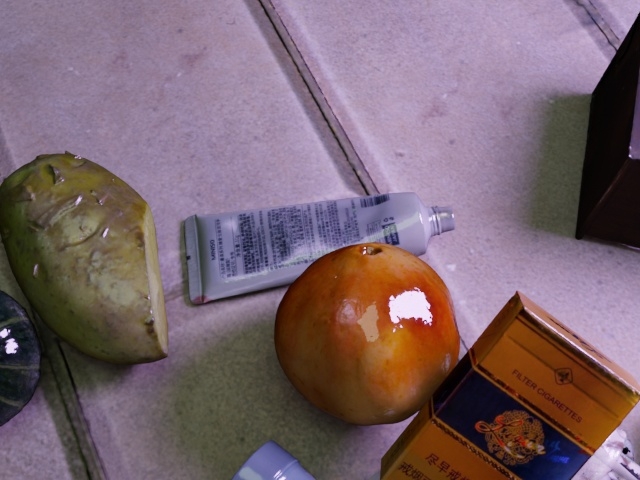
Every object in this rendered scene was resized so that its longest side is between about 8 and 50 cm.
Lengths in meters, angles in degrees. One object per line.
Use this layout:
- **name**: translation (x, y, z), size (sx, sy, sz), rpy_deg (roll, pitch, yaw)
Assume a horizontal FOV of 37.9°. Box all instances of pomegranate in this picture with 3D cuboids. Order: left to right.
- **pomegranate**: translation (0.050, 0.102, 1.027), size (0.209, 0.209, 0.209), rpy_deg (1, 62, -2)

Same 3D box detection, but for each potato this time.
- **potato**: translation (-0.265, 0.022, 1.094), size (0.176, 0.141, 0.298), rpy_deg (-35, 75, -5)

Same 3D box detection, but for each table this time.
- **table**: translation (0.500, -0.116, 1.177), size (0.281, 0.196, 0.251), rpy_deg (14, 61, 2)

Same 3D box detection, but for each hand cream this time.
- **hand cream**: translation (0.000, 0.000, 1.166), size (0.340, 0.078, 0.125), rpy_deg (-9, 63, 1)

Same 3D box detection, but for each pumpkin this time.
- **pumpkin**: translation (-0.390, 0.131, 1.031), size (0.167, 0.125, 0.167), rpy_deg (-4, 76, 16)

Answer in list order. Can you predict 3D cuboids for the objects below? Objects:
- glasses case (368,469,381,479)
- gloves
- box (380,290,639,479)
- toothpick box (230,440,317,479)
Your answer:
- **glasses case**: translation (0.110, 0.332, 0.991), size (0.074, 0.049, 0.193), rpy_deg (-19, 63, -13)
- **gloves**: translation (0.294, 0.263, 1.010), size (0.127, 0.111, 0.212), rpy_deg (-39, 64, -23)
- **box**: translation (0.189, 0.191, 0.946), size (0.152, 0.070, 0.237), rpy_deg (36, 100, -2)
- **toothpick box**: translation (-0.024, 0.296, 0.975), size (0.153, 0.101, 0.101), rpy_deg (38, 66, 15)
